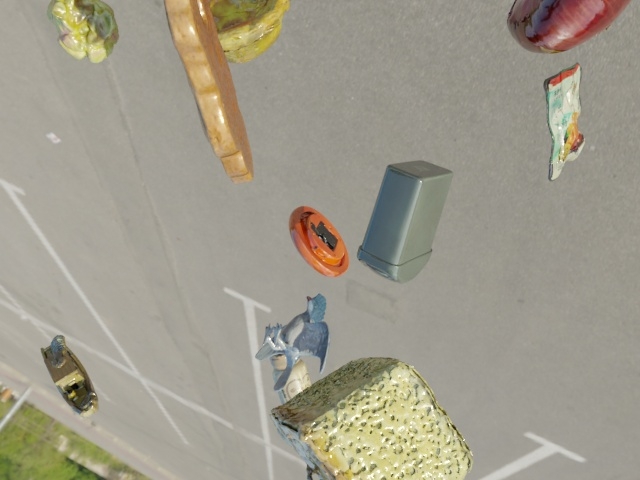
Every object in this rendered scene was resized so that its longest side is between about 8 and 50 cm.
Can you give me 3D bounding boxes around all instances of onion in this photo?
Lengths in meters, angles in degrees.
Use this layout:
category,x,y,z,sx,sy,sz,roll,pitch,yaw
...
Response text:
category,x,y,z,sx,sy,sz,roll,pitch,yaw
onion,0.413,-0.405,0.869,0.161,0.248,0.248,25,150,4

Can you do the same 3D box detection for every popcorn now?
category,x,y,z,sx,sy,sz,roll,pitch,yaw
popcorn,-0.360,-0.334,0.831,0.109,0.097,0.089,49,149,6

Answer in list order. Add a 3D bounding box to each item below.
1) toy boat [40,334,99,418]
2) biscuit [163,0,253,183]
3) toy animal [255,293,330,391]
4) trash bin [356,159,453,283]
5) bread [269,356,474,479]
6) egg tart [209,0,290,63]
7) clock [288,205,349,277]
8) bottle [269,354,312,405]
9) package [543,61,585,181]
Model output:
category,x,y,z,sx,sy,sz,roll,pitch,yaw
toy boat,-0.726,0.391,1.576,0.321,0.089,0.121,38,149,38
biscuit,-0.153,-0.219,0.760,0.047,0.202,0.333,-12,139,2
toy animal,-0.053,0.249,1.360,0.176,0.255,0.239,18,166,-37
trash bin,0.167,-0.033,1.082,0.101,0.177,0.236,27,115,31
bread,0.072,0.361,0.986,0.279,0.248,0.315,52,163,10
egg tart,-0.189,-0.523,1.332,0.295,0.294,0.116,9,146,31
clock,0.000,0.000,1.376,0.051,0.205,0.205,-35,115,26
bottle,-0.077,0.378,1.499,0.110,0.097,0.209,-109,2,-85
package,0.539,-0.258,1.197,0.040,0.166,0.232,17,128,44
